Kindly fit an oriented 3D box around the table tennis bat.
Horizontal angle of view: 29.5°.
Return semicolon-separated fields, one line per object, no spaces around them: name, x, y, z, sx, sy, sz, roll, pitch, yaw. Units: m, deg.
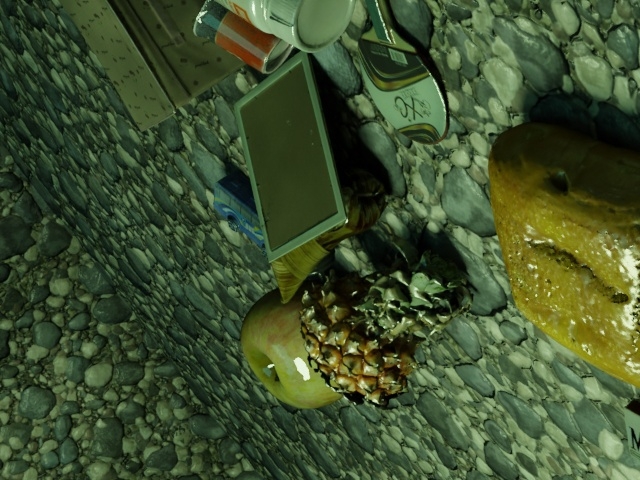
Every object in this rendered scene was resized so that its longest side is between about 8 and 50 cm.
table tennis bat;0.108;-0.264;1.749;0.173;0.022;0.301;26;147;46

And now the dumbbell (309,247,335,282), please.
dumbbell;-0.032;-0.010;2.261;0.099;0.099;0.208;13;133;57

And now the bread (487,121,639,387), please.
bread;0.342;0.025;1.553;0.328;0.148;0.337;31;147;42

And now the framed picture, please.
framed picture;-0.050;-0.136;2.004;0.232;0.019;0.296;-28;71;50

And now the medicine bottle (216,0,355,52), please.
medicine bottle;-0.075;-0.383;1.772;0.252;0.144;0.144;34;150;34

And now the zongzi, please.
zongzi;0.000;0.000;2.084;0.286;0.134;0.288;20;114;52

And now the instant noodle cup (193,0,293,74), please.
instant noodle cup;-0.114;-0.339;1.945;0.135;0.127;0.127;39;154;10

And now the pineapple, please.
pineapple;0.133;0.110;2.031;0.262;0.262;0.271;51;133;5

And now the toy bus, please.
toy bus;-0.118;-0.041;2.401;0.236;0.079;0.094;38;151;31

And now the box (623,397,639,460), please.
box;0.522;0.310;1.755;0.177;0.036;0.115;31;148;42

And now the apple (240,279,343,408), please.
apple;-0.016;0.190;2.340;0.257;0.234;0.257;42;156;24

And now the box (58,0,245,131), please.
box;-0.295;-0.375;2.133;0.297;0.190;0.225;59;156;-9
